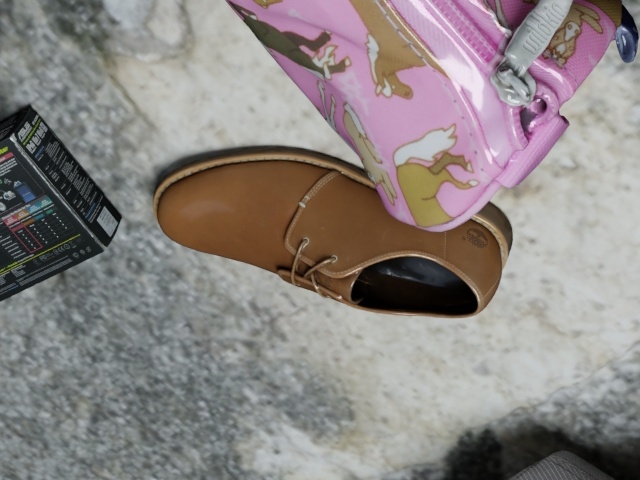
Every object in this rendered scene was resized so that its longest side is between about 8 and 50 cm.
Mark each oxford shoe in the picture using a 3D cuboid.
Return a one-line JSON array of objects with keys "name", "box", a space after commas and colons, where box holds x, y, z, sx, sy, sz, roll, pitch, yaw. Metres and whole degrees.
[{"name": "oxford shoe", "box": [0.000, 0.000, 0.904, 0.212, 0.076, 0.076, 8, 129, 11]}]

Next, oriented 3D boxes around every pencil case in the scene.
[{"name": "pencil case", "box": [-0.025, -0.185, 0.715, 0.386, 0.160, 0.167, 47, 138, -18]}]

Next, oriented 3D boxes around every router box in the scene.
[{"name": "router box", "box": [-0.197, -0.016, 0.965, 0.122, 0.038, 0.092, -24, 117, 28]}]

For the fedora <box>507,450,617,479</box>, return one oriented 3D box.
[{"name": "fedora", "box": [0.123, 0.235, 0.978, 0.124, 0.243, 0.275, 38, 125, 23]}]
